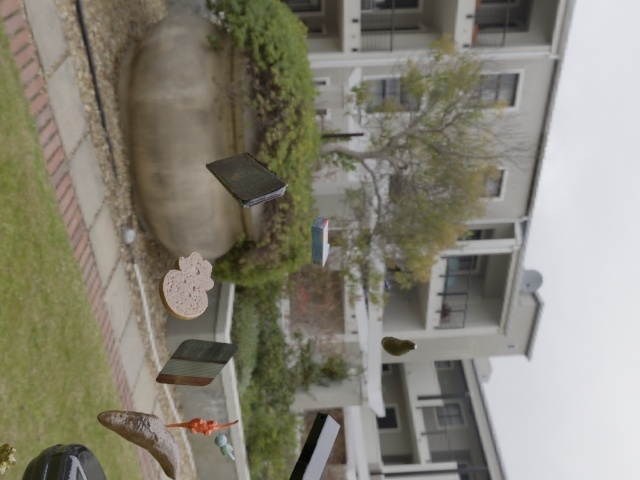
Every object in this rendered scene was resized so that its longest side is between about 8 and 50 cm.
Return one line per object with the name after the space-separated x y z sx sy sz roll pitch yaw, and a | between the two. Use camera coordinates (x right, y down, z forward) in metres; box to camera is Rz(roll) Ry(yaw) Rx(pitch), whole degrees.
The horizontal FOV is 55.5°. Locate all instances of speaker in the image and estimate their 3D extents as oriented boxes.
-0.017 0.619 1.771 0.082 0.044 0.218 52 51 -39 | speaker

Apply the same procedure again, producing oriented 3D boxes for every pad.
-0.406 0.350 1.639 0.250 0.323 0.055 -51 -123 39 | pad

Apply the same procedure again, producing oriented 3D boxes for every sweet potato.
0.295 0.412 2.348 0.244 0.077 0.077 169 -81 -72 | sweet potato
-0.512 0.579 1.808 0.092 0.114 0.341 11 -36 51 | sweet potato

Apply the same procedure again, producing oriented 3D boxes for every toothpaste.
0.000 0.000 2.059 0.193 0.044 0.070 91 17 -48 | toothpaste

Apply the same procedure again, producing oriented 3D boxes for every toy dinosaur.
-0.407 0.607 1.981 0.101 0.280 0.055 139 -44 -66 | toy dinosaur

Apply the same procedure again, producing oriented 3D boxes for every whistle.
-0.278 0.601 1.769 0.035 0.035 0.100 -97 162 -69 | whistle

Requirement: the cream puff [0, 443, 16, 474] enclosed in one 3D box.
-0.883 0.606 1.679 0.058 0.083 0.083 129 -40 -72 | cream puff

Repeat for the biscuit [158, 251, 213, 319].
-0.490 0.164 2.241 0.202 0.044 0.288 40 38 -25 | biscuit

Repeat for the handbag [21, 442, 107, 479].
-0.417 0.487 1.023 0.308 0.093 0.253 -125 -163 -65 | handbag

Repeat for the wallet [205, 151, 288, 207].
-0.178 -0.147 1.451 0.232 0.122 0.031 42 -34 48 | wallet
